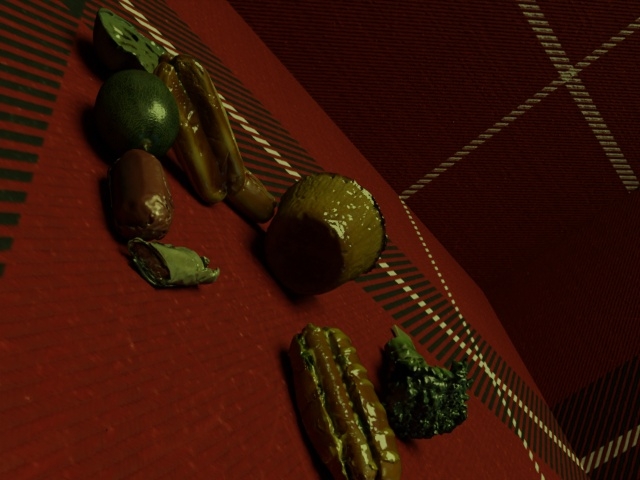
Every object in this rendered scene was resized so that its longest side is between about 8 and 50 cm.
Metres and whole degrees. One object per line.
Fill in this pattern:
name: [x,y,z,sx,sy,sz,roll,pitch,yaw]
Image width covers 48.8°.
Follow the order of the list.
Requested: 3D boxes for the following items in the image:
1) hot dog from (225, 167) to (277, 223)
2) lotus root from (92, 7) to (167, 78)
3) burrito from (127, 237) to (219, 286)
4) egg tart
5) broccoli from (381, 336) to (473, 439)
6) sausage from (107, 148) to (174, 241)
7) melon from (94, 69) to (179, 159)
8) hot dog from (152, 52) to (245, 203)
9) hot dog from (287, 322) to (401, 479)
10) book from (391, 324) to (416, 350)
hot dog: [-0.162,-0.116,1.240,0.235,0.062,0.092,41,22,-37]
lotus root: [-0.302,-0.281,1.159,0.183,0.078,0.203,52,13,17]
burrito: [-0.179,0.031,0.877,0.055,0.041,0.149,57,16,21]
egg tart: [0.000,0.000,1.236,0.215,0.215,0.171,52,29,-6]
broccoli: [0.175,0.257,1.340,0.165,0.146,0.304,11,13,-8]
sausage: [-0.223,-0.055,0.875,0.076,0.076,0.141,39,19,-45]
melon: [-0.253,-0.169,0.972,0.114,0.114,0.167,39,18,-44]
hot dog: [-0.193,-0.174,1.110,0.068,0.100,0.250,29,-37,51]
hot dog: [0.024,0.222,0.965,0.072,0.115,0.269,89,-20,-48]
book: [0.203,0.253,1.627,0.077,0.014,0.111,42,18,-43]
